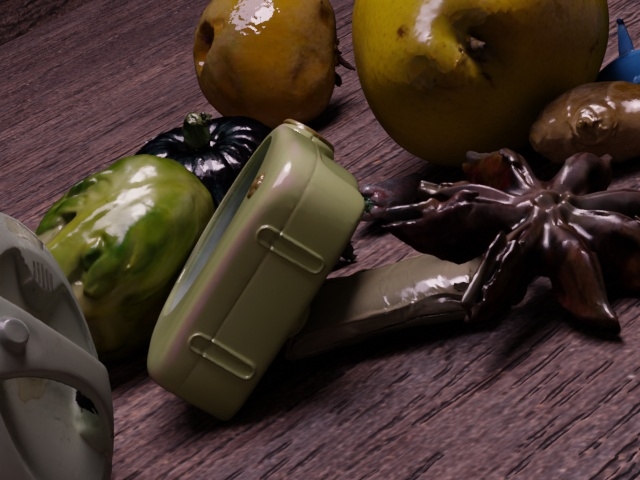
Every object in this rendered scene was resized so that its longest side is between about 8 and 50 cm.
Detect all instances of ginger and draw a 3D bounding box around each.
[{"bbox_3d":[0.323,-0.106,1.691,0.131,0.086,0.294,-9,13,-38],"label":"ginger"}]

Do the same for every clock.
[{"bbox_3d":[-0.052,0.007,1.558,0.235,0.096,0.308,-58,8,15],"label":"clock"}]

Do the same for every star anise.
[{"bbox_3d":[0.183,-0.009,1.466,0.288,0.088,0.288,5,32,-3],"label":"star anise"}]

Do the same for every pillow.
[{"bbox_3d":[0.071,0.049,1.530,0.208,0.053,0.119,-15,16,19],"label":"pillow"}]

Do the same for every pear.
[{"bbox_3d":[0.164,-0.203,1.847,0.285,0.285,0.336,-13,33,20],"label":"pear"}]

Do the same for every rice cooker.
[{"bbox_3d":[-0.303,0.131,1.339,0.277,0.288,0.288,-14,18,12],"label":"rice cooker"}]

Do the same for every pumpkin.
[{"bbox_3d":[-0.123,-0.063,1.935,0.194,0.150,0.194,-9,-1,0],"label":"pumpkin"}]

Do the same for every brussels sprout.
[{"bbox_3d":[-0.190,0.015,1.678,0.223,0.161,0.223,-47,5,5],"label":"brussels sprout"}]

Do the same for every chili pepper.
[{"bbox_3d":[0.071,-0.044,1.830,0.050,0.041,0.153,14,16,27],"label":"chili pepper"}]

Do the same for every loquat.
[{"bbox_3d":[-0.065,-0.243,2.296,0.213,0.213,0.213,-18,18,6],"label":"loquat"}]

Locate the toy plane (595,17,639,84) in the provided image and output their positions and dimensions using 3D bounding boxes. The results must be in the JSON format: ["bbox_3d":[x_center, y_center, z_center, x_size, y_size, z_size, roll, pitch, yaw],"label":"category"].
[{"bbox_3d":[0.396,-0.185,1.813,0.271,0.105,0.254,2,13,42],"label":"toy plane"}]

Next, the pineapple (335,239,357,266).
[{"bbox_3d":[0.000,0.000,1.779,0.058,0.058,0.124,-25,32,-16],"label":"pineapple"}]

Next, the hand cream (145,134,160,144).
[{"bbox_3d":[-0.193,-0.145,2.443,0.102,0.022,0.035,-17,12,-6],"label":"hand cream"}]
